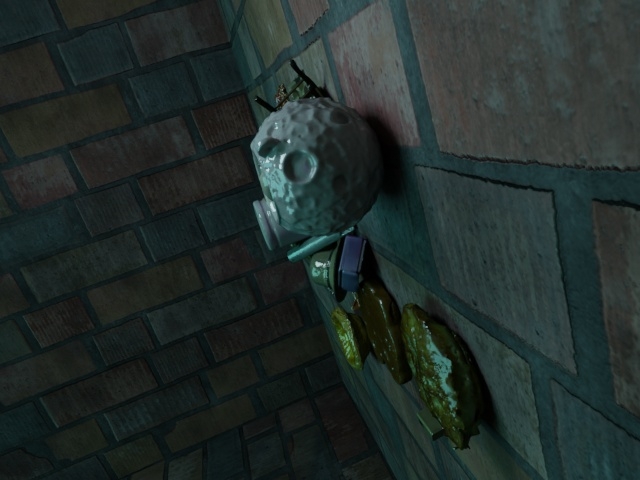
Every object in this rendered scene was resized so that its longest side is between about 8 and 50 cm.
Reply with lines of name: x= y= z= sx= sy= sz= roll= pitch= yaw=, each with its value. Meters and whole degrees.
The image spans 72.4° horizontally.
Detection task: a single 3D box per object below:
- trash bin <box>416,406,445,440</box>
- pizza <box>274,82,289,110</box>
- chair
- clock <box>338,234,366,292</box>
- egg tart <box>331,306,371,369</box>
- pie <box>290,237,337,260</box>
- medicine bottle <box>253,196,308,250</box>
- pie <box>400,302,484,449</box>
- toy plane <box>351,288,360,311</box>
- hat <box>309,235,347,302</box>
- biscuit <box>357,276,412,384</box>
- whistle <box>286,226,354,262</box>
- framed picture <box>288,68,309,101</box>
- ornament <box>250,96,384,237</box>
trash bin: x=0.361 y=0.592 z=1.418 sx=0.092 sy=0.060 sz=0.043 roll=-131 pitch=22 yaw=-58
pizza: x=-0.164 y=-0.587 z=1.929 sx=0.201 sy=0.053 sz=0.193 roll=-132 pitch=23 yaw=-67
chair: x=-0.032 y=-0.358 z=1.327 sx=0.319 sy=0.186 sz=0.160 roll=31 pitch=-157 yaw=-54
clock: x=0.110 y=0.082 z=1.530 sx=0.193 sy=0.073 sz=0.145 roll=87 pitch=-165 yaw=-64
egg tart: x=0.160 y=0.455 z=2.091 sx=0.319 sy=0.128 sz=0.319 roll=160 pitch=90 yaw=-79
pie: x=-0.042 y=-0.036 z=1.837 sx=0.055 sy=0.274 sz=0.275 roll=-39 pitch=69 yaw=50
medicine bottle: x=-0.079 y=-0.104 z=1.669 sx=0.202 sy=0.315 sz=0.202 roll=161 pitch=90 yaw=-81
pie: x=0.293 y=0.323 z=1.092 sx=0.288 sy=0.102 sz=0.355 roll=106 pitch=147 yaw=-76
toy plane: x=0.151 y=0.216 z=1.864 sx=0.135 sy=0.062 sz=0.189 roll=106 pitch=156 yaw=-75
hat: x=0.030 y=0.101 z=1.671 sx=0.257 sy=0.129 sz=0.258 roll=5 pitch=-90 yaw=-71
biscuit: x=0.227 y=0.318 z=1.556 sx=0.359 sy=0.074 sz=0.382 roll=100 pitch=147 yaw=-72
whistle: x=0.000 y=0.000 z=1.630 sx=0.062 sy=0.312 sz=0.062 roll=34 pitch=-139 yaw=-36
framed picture: x=-0.055 y=-0.480 z=1.553 sx=0.136 sy=0.010 sz=0.201 roll=-15 pitch=95 yaw=65
ornament: x=0.000 y=-0.178 z=1.071 sx=0.337 sy=0.336 sz=0.338 roll=159 pitch=90 yaw=-81
